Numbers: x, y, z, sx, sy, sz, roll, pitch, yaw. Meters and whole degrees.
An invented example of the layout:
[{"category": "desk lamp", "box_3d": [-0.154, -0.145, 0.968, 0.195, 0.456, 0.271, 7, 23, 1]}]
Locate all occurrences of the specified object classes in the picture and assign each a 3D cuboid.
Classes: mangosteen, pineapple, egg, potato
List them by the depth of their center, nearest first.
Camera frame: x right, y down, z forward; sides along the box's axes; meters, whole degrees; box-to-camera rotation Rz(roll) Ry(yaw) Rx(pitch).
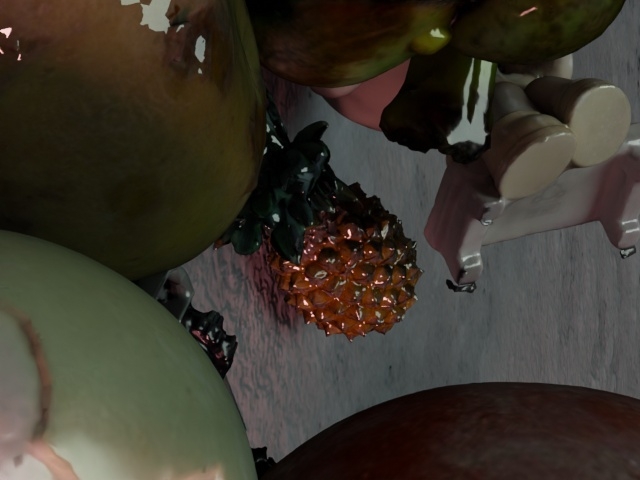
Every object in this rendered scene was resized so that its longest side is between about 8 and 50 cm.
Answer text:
[{"category": "egg", "box_3d": [-0.125, 0.086, 0.607, 0.217, 0.183, 0.183, 9, 81, -56]}, {"category": "potato", "box_3d": [-0.104, -0.079, 0.699, 0.262, 0.165, 0.165, 64, 33, -58]}, {"category": "mangosteen", "box_3d": [0.045, -0.231, 0.861, 0.330, 0.330, 0.330, 0, 90, -69]}, {"category": "pineapple", "box_3d": [-0.001, 0.000, 1.052, 0.221, 0.083, 0.103, 48, 45, -56]}]

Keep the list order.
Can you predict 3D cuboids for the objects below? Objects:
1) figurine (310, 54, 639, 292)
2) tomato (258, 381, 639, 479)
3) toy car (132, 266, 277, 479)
[{"category": "figurine", "box_3d": [0.079, -0.098, 1.064, 0.256, 0.182, 0.144, 56, -12, 38]}, {"category": "tomato", "box_3d": [0.081, 0.210, 0.741, 0.317, 0.283, 0.316, 39, 41, -44]}, {"category": "toy car", "box_3d": [-0.086, 0.101, 0.810, 0.097, 0.100, 0.191, -65, 145, -47]}]
